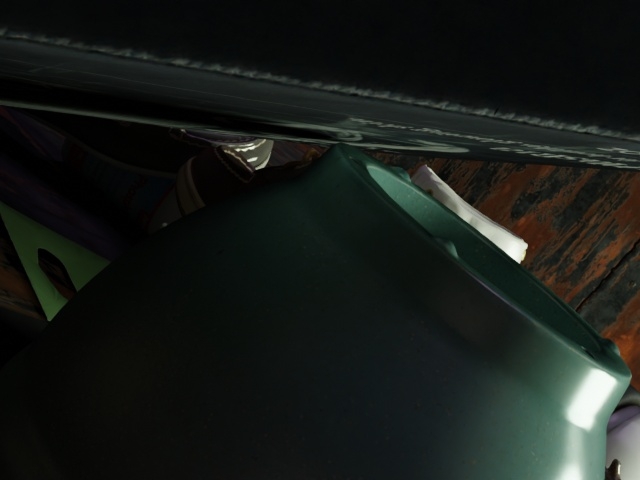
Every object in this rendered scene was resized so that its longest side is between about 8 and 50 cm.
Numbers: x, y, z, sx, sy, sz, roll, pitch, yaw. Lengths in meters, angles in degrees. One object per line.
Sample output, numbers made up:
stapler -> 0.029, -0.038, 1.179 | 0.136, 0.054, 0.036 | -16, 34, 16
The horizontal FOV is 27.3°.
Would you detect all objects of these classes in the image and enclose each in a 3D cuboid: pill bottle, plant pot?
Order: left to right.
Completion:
pill bottle -> -0.142, -0.054, 1.156 | 0.160, 0.087, 0.087 | 40, 7, 9
plant pot -> 0.019, 0.080, 0.619 | 0.293, 0.196, 0.293 | 37, 10, -8

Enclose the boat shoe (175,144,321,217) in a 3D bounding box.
boat shoe -> 0.000, 0.000, 0.955 | 0.123, 0.123, 0.342 | 38, 7, -33

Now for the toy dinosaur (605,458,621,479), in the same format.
toy dinosaur -> 0.160, 0.227, 0.824 | 0.296, 0.127, 0.200 | 51, 14, -1

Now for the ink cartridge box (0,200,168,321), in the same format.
ink cartridge box -> -0.098, 0.044, 0.902 | 0.235, 0.056, 0.171 | 36, 8, -36

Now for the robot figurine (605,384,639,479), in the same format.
robot figurine -> 0.160, 0.153, 1.064 | 0.278, 0.173, 0.209 | 43, 11, 29

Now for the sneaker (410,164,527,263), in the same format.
sneaker -> 0.047, -0.001, 1.244 | 0.292, 0.169, 0.108 | 22, 4, 12

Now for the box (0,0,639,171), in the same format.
box -> -0.021, -0.201, 0.671 | 0.480, 0.297, 0.471 | 5, 4, -31

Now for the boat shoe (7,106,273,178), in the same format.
boat shoe -> -0.187, -0.142, 1.077 | 0.335, 0.095, 0.112 | 19, 49, -12
